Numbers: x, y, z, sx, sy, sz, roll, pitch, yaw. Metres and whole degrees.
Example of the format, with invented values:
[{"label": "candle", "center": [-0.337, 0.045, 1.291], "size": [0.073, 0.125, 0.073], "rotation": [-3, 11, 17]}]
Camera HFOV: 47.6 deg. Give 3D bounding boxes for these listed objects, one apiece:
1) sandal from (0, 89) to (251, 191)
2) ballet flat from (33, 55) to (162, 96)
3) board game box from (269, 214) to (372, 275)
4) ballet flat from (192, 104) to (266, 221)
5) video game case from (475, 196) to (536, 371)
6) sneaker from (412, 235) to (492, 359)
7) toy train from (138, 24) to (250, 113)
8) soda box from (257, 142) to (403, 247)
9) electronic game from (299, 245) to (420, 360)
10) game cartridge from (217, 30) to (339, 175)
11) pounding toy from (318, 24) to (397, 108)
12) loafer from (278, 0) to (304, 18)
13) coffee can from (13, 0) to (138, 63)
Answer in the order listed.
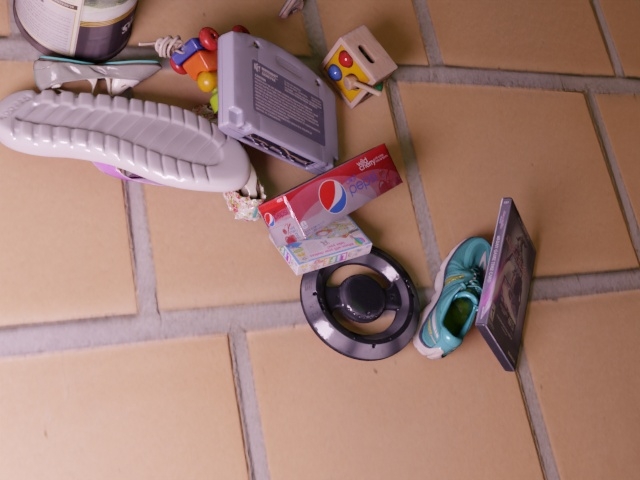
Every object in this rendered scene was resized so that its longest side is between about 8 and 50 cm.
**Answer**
[{"label": "sandal", "center": [-0.319, -0.154, 1.201], "size": [0.416, 0.102, 0.169], "rotation": [14, 49, -5]}, {"label": "ballet flat", "center": [-0.378, -0.277, 1.244], "size": [0.213, 0.072, 0.068], "rotation": [-4, 99, -25]}, {"label": "board game box", "center": [0.000, 0.000, 1.293], "size": [0.154, 0.026, 0.103], "rotation": [-15, 48, -28]}, {"label": "ballet flat", "center": [-0.154, -0.149, 1.280], "size": [0.091, 0.077, 0.241], "rotation": [-22, 80, -31]}, {"label": "video game case", "center": [0.359, 0.085, 1.387], "size": [0.196, 0.026, 0.274], "rotation": [50, 50, -45]}, {"label": "sneaker", "center": [0.271, 0.103, 1.354], "size": [0.107, 0.110, 0.275], "rotation": [34, 59, -9]}, {"label": "toy train", "center": [-0.198, -0.284, 1.261], "size": [0.248, 0.105, 0.143], "rotation": [-27, 90, -53]}, {"label": "soda box", "center": [0.022, -0.082, 1.278], "size": [0.263, 0.092, 0.083], "rotation": [-31, 97, -38]}, {"label": "electronic game", "center": [0.073, 0.105, 1.298], "size": [0.229, 0.048, 0.229], "rotation": [10, 60, -17]}, {"label": "game cartridge", "center": [-0.072, -0.246, 1.295], "size": [0.294, 0.060, 0.196], "rotation": [20, 66, -50]}, {"label": "pounding toy", "center": [0.076, -0.327, 1.423], "size": [0.100, 0.130, 0.141], "rotation": [-37, 88, -31]}, {"label": "loafer", "center": [-0.044, -0.493, 1.486], "size": [0.039, 0.045, 0.125], "rotation": [36, 57, -16]}, {"label": "coffee can", "center": [-0.386, -0.444, 1.174], "size": [0.201, 0.275, 0.202], "rotation": [9, 67, -21]}]
